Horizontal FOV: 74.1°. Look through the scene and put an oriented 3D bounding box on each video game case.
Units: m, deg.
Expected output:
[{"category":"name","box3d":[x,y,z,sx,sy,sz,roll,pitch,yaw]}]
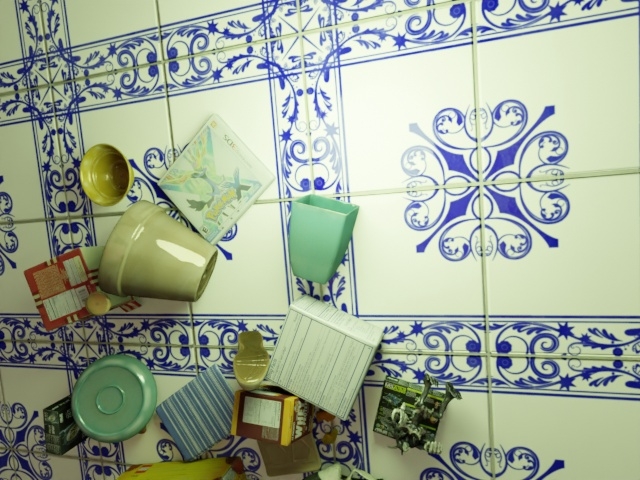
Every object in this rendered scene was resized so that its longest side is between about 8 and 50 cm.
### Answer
[{"category":"video game case","box3d":[-0.356,-0.200,1.423,0.329,0.036,0.300,-45,83,17]}]

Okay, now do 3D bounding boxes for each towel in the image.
[{"category":"towel","box3d":[-0.432,0.633,1.552,0.336,0.040,0.243,-38,83,15]}]

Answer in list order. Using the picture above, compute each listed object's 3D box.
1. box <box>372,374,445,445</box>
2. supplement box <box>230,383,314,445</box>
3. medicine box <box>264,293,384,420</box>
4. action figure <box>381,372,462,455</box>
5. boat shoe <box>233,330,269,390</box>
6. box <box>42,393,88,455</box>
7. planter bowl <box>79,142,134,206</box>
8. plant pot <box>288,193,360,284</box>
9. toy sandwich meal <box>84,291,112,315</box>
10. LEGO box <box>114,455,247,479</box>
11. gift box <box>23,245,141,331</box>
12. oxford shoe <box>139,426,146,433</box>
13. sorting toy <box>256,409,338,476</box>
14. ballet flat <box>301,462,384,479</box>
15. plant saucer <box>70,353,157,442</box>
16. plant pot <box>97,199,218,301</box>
[{"category":"box","box3d":[0.273,0.535,1.317,0.190,0.045,0.184,13,97,16]},{"category":"supplement box","box3d":[-0.144,0.545,1.345,0.194,0.191,0.129,0,79,22]},{"category":"medicine box","box3d":[0.011,0.352,1.319,0.289,0.149,0.263,23,103,13]},{"category":"action figure","box3d":[0.279,0.523,1.219,0.164,0.141,0.276,30,100,11]},{"category":"boat shoe","box3d":[-0.219,0.388,1.328,0.109,0.302,0.098,2,103,-12]},{"category":"box","box3d":[-0.993,0.717,1.668,0.077,0.147,0.180,2,97,17]},{"category":"planter bowl","box3d":[-0.733,-0.230,1.505,0.217,0.090,0.217,2,98,17]},{"category":"plant pot","box3d":[0.000,0.000,1.277,0.165,0.166,0.234,15,107,15]},{"category":"toy sandwich meal","box3d":[-0.698,0.199,1.337,0.085,0.029,0.085,0,93,2]},{"category":"LEGO box","box3d":[-0.498,1.019,1.529,0.500,0.193,0.372,-13,93,18]},{"category":"gift box","box3d":[-0.796,0.158,1.488,0.276,0.258,0.255,-17,90,5]},{"category":"oxford shoe","box3d":[-0.765,0.699,1.641,0.212,0.076,0.076,15,132,21]},{"category":"sorting toy","box3d":[-0.076,0.668,1.445,0.307,0.041,0.229,-17,88,17]},{"category":"ballet flat","box3d":[0.079,0.782,1.381,0.280,0.095,0.096,10,89,2]},{"category":"plant saucer","box3d":[-0.772,0.586,1.572,0.317,0.044,0.317,0,79,-1]},{"category":"plant pot","box3d":[-0.501,0.065,1.380,0.280,0.323,0.323,21,103,-2]}]
